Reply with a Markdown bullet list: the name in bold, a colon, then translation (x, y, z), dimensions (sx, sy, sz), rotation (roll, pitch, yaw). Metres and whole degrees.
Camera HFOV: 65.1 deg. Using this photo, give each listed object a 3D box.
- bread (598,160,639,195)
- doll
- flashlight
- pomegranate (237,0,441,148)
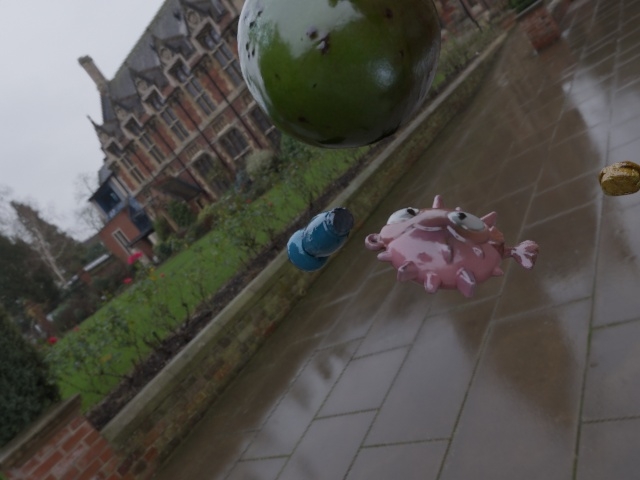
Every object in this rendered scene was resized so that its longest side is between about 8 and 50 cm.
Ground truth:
- **bread**: translation (0.614, -0.124, 1.026), dimensions (0.083, 0.081, 0.046), rotation (122, 172, -52)
- **doll**: translation (0.201, 0.010, 0.778), dimensions (0.261, 0.093, 0.211), rotation (8, 41, 12)
- **flashlight**: translation (0.000, 0.000, 0.525), dimensions (0.051, 0.051, 0.129), rotation (-40, 1, -23)
- **pomegranate**: translation (0.017, -0.188, 0.420), dimensions (0.181, 0.181, 0.224), rotation (-41, -24, -28)
